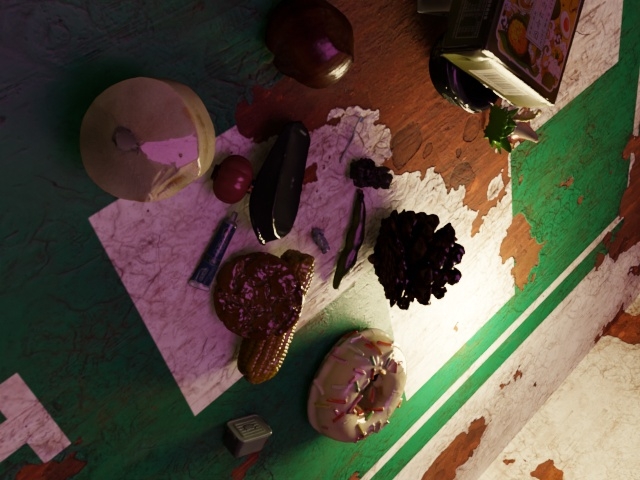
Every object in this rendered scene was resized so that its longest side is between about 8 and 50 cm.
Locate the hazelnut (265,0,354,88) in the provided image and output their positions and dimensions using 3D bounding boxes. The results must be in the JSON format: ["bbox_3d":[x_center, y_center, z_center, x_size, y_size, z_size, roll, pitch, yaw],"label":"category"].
[{"bbox_3d":[-0.018,-0.424,1.454,0.201,0.160,0.170,49,56,-10],"label":"hazelnut"}]

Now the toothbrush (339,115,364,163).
[{"bbox_3d":[0.077,-0.255,1.742,0.013,0.011,0.131,24,94,-29],"label":"toothbrush"}]

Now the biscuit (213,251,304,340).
[{"bbox_3d":[-0.145,0.134,1.623,0.226,0.042,0.225,-2,101,-10],"label":"biscuit"}]

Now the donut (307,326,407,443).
[{"bbox_3d":[0.126,0.447,2.094,0.383,0.142,0.382,-24,127,-37],"label":"donut"}]

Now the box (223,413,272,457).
[{"bbox_3d":[-0.200,0.526,1.847,0.122,0.084,0.069,-3,121,-44],"label":"box"}]

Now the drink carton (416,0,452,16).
[{"bbox_3d":[0.395,-0.625,1.766,0.315,0.131,0.106,-10,108,-42],"label":"drink carton"}]

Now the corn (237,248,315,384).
[{"bbox_3d":[-0.110,0.193,1.718,0.120,0.120,0.363,14,103,-49],"label":"corn"}]

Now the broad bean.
[{"bbox_3d":[0.089,0.003,1.877,0.060,0.043,0.297,5,108,-36],"label":"broad bean"}]

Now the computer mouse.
[{"bbox_3d":[-0.100,-0.133,1.559,0.168,0.087,0.295,22,81,-73],"label":"computer mouse"}]

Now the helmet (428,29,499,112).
[{"bbox_3d":[0.372,-0.467,1.814,0.279,0.160,0.230,14,98,-42],"label":"helmet"}]

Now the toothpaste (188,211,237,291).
[{"bbox_3d":[-0.235,0.023,1.558,0.057,0.035,0.197,24,95,-34],"label":"toothpaste"}]

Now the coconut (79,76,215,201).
[{"bbox_3d":[-0.304,-0.175,1.215,0.241,0.241,0.241,-24,128,-36],"label":"coconut"}]

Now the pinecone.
[{"bbox_3d":[0.277,0.057,1.949,0.296,0.242,0.298,-13,114,-40],"label":"pinecone"}]

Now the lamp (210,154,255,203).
[{"bbox_3d":[-0.186,-0.131,1.468,0.092,0.107,0.107,23,96,-11],"label":"lamp"}]

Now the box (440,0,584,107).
[{"bbox_3d":[0.490,-0.579,1.681,0.373,0.138,0.420,18,89,-45],"label":"box"}]

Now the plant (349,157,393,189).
[{"bbox_3d":[0.140,-0.171,1.810,0.174,0.087,0.085,9,80,-53],"label":"plant"}]

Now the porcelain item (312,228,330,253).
[{"bbox_3d":[0.000,0.000,1.795,0.036,0.028,0.083,-58,142,-30],"label":"porcelain item"}]

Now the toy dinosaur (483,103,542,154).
[{"bbox_3d":[0.606,-0.338,2.143,0.177,0.194,0.152,3,102,-24],"label":"toy dinosaur"}]
